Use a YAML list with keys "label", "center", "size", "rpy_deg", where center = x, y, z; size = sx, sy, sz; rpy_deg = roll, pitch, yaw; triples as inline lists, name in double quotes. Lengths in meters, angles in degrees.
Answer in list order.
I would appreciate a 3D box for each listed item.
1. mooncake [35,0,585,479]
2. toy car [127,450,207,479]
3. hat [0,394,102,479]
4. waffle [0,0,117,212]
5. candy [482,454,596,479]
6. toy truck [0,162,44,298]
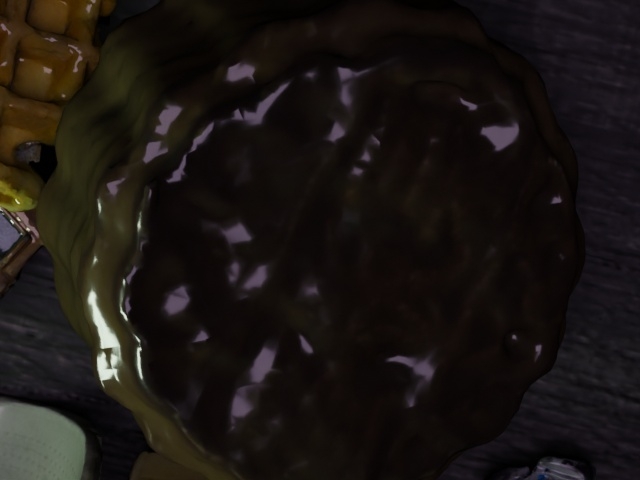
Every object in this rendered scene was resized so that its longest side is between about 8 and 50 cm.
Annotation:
- label: "mooncake"
  center: [0.001, -0.001, 1.083]
  size: [0.324, 0.187, 0.324]
  rpy_deg: [-7, 112, -17]
- label: "toy car"
  center: [-0.012, 0.214, 1.214]
  size: [0.256, 0.101, 0.124]
  rpy_deg: [9, 75, 0]
- label: "hat"
  center: [-0.227, 0.257, 1.232]
  size: [0.258, 0.168, 0.301]
  rpy_deg: [18, 81, 32]
- label: "waffle"
  center: [-0.270, -0.159, 1.088]
  size: [0.329, 0.062, 0.329]
  rpy_deg: [4, 79, -20]
- label: "candy"
  center: [0.144, 0.255, 1.251]
  size: [0.094, 0.051, 0.226]
  rpy_deg: [2, 104, -19]
- label: "toy truck"
  center: [-0.268, -0.075, 1.160]
  size: [0.140, 0.108, 0.257]
  rpy_deg: [-42, 97, -2]
